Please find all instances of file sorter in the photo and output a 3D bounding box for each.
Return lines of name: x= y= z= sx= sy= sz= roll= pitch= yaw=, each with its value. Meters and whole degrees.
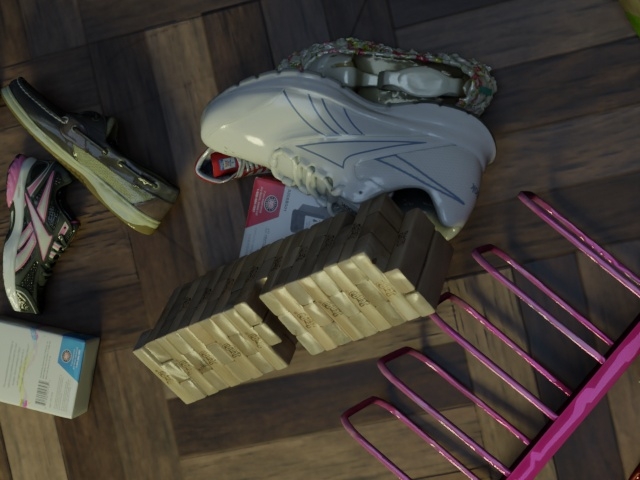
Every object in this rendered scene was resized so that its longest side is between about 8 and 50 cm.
file sorter: x=0.181 y=0.114 z=1.288 sx=0.182 sy=0.202 sz=0.291 roll=40 pitch=100 yaw=10

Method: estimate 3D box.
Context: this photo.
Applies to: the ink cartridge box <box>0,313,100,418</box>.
ink cartridge box: x=-0.314 y=0.137 z=1.466 sx=0.122 sy=0.052 sz=0.088 roll=12 pitch=95 yaw=10

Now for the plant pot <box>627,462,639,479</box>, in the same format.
plant pot: x=0.381 y=0.293 z=1.268 sx=0.191 sy=0.174 sz=0.191 roll=1 pitch=95 yaw=11

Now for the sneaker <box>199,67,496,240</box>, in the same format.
sneaker: x=0.021 y=-0.083 z=1.314 sx=0.297 sy=0.111 sz=0.129 roll=10 pitch=61 yaw=8

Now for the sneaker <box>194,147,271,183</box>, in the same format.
sneaker: x=-0.076 y=-0.087 z=1.397 sx=0.118 sy=0.067 sz=0.042 roll=-19 pitch=88 yaw=12

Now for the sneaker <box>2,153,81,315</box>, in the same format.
sneaker: x=-0.301 y=-0.003 z=1.450 sx=0.077 sy=0.072 sz=0.178 roll=3 pitch=99 yaw=1

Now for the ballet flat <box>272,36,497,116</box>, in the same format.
ballet flat: x=0.058 y=-0.165 z=1.360 sx=0.241 sy=0.077 sz=0.091 roll=1 pitch=92 yaw=12

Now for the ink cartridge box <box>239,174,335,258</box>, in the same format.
ink cartridge box: x=0.000 y=0.000 z=1.387 sx=0.150 sy=0.063 sz=0.109 roll=13 pitch=95 yaw=12

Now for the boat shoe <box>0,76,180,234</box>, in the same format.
boat shoe: x=-0.243 y=-0.103 z=1.430 sx=0.223 sy=0.080 sz=0.073 roll=44 pitch=95 yaw=1

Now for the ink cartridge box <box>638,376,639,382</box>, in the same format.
ink cartridge box: x=0.427 y=0.118 z=1.281 sx=0.190 sy=0.082 sz=0.140 roll=28 pitch=82 yaw=10

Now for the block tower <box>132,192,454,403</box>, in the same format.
block tower: x=-0.033 y=0.060 z=1.311 sx=0.335 sy=0.097 sz=0.091 roll=-24 pitch=118 yaw=36

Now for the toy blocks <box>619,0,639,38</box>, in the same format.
toy blocks: x=0.336 y=-0.387 z=1.206 sx=0.261 sy=0.191 sz=0.381 roll=-41 pitch=121 yaw=-2
